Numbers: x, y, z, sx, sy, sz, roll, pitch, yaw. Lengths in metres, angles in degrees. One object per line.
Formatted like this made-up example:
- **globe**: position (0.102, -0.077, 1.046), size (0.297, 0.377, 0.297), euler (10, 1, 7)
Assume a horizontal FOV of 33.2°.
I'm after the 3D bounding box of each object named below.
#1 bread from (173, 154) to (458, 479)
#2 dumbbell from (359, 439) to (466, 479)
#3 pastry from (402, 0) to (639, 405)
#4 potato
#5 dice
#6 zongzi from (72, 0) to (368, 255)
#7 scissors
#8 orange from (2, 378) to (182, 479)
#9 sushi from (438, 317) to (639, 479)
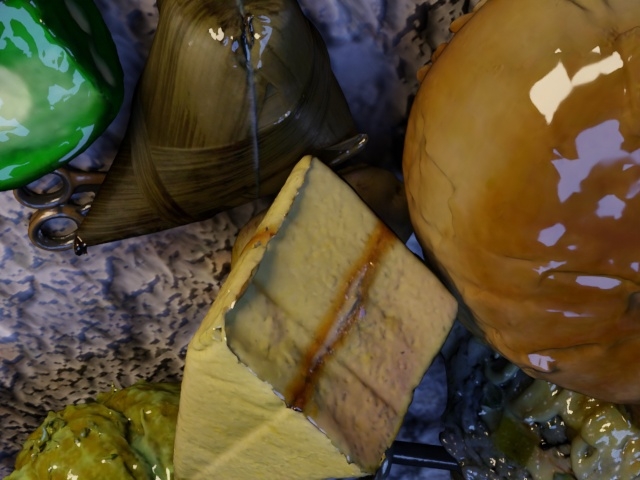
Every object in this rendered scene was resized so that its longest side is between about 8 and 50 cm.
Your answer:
- **bread**: position (-0.059, 0.077, 0.789), size (0.163, 0.167, 0.264), euler (45, 140, -21)
- **dumbbell**: position (0.110, 0.227, 1.140), size (0.255, 0.110, 0.110), euler (11, 128, -18)
- **pastry**: position (0.259, -0.063, 0.796), size (0.410, 0.245, 0.409), euler (-3, 129, -3)
- **potato**: position (0.000, 0.000, 0.893), size (0.170, 0.080, 0.107), euler (-32, 144, 23)
- **dice**: position (-0.210, -0.119, 0.684), size (0.131, 0.120, 0.128), euler (-27, 136, 11)
- **zongzi**: position (-0.106, -0.081, 0.727), size (0.242, 0.112, 0.221), euler (-24, 157, 4)
- **scissors**: position (-0.128, -0.046, 0.854), size (0.220, 0.017, 0.088), euler (-13, 132, -7)
- **orange**: position (-0.166, 0.280, 0.975), size (0.301, 0.223, 0.300), euler (-17, 95, -31)
- **sushi**: position (0.216, 0.156, 1.034), size (0.139, 0.274, 0.184), euler (-10, 147, -48)
